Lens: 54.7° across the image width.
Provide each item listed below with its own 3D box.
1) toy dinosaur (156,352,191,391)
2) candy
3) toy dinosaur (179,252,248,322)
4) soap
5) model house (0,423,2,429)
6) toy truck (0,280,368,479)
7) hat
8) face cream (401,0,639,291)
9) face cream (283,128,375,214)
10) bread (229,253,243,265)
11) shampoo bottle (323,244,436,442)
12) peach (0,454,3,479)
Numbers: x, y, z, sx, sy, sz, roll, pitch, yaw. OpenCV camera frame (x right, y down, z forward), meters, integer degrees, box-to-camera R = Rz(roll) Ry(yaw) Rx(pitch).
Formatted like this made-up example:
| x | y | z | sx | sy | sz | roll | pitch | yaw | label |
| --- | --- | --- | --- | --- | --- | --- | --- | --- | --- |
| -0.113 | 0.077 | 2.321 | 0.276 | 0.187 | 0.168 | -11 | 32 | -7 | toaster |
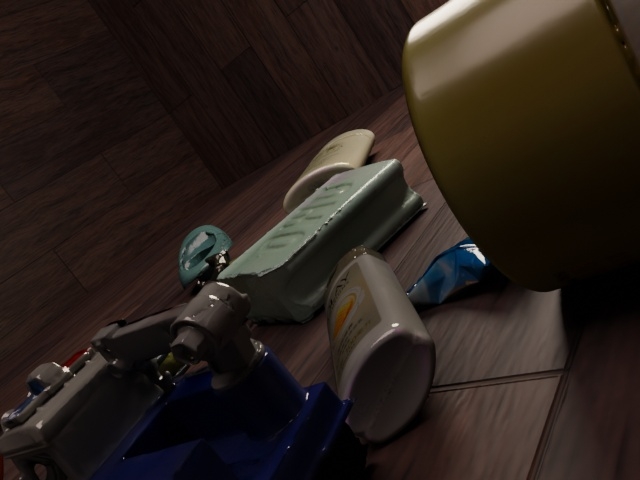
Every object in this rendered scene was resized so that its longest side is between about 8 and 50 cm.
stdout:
| x | y | z | sx | sy | sz | roll | pitch | yaw | label |
| --- | --- | --- | --- | --- | --- | --- | --- | --- | --- |
| -0.246 | 0.204 | 0.716 | 0.259 | 0.094 | 0.153 | -50 | 15 | -25 | toy dinosaur |
| 0.123 | 0.021 | 0.554 | 0.136 | 0.038 | 0.088 | -34 | 5 | 47 | candy |
| -0.141 | 0.115 | 0.922 | 0.187 | 0.087 | 0.178 | -44 | 42 | 36 | toy dinosaur |
| 0.000 | 0.000 | 0.810 | 0.261 | 0.094 | 0.150 | -42 | 14 | -31 | soap |
| -0.675 | 0.377 | 1.234 | 0.083 | 0.057 | 0.058 | -52 | -16 | 5 | model house |
| -0.091 | 0.133 | 0.358 | 0.213 | 0.177 | 0.161 | -25 | 17 | 34 | toy truck |
| -0.239 | 0.041 | 1.321 | 0.138 | 0.078 | 0.191 | -41 | 31 | 6 | hat |
| 0.186 | -0.094 | 0.400 | 0.179 | 0.218 | 0.218 | -26 | 15 | 36 | face cream |
| 0.031 | -0.158 | 1.345 | 0.174 | 0.081 | 0.348 | -29 | 14 | 22 | face cream |
| -0.104 | 0.029 | 1.103 | 0.112 | 0.036 | 0.193 | -33 | 8 | -16 | bread |
| 0.039 | 0.070 | 0.509 | 0.227 | 0.056 | 0.086 | -99 | 34 | -76 | shampoo bottle |
| -0.477 | 0.264 | 0.596 | 0.308 | 0.307 | 0.332 | -33 | 17 | 8 | peach |
